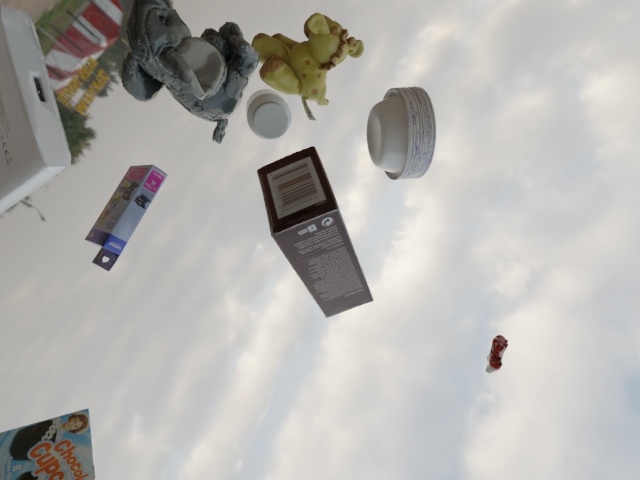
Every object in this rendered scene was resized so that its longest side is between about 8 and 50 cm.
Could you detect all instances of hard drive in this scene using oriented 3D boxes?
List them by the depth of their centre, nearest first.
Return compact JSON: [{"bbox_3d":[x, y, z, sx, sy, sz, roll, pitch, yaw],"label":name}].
[{"bbox_3d":[-0.471,-0.159,0.605,0.308,0.040,0.203,-14,-88,36],"label":"hard drive"}]

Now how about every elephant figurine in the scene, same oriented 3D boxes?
[{"bbox_3d":[-0.221,-0.276,0.626,0.169,0.239,0.186,-37,-99,27],"label":"elephant figurine"}]

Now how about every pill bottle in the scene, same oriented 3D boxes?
[{"bbox_3d":[-0.138,-0.333,1.109,0.117,0.117,0.208,-42,-155,9],"label":"pill bottle"}]

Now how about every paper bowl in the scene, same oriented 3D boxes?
[{"bbox_3d":[0.237,-0.330,1.309,0.148,0.284,0.284,-7,-141,-10],"label":"paper bowl"}]

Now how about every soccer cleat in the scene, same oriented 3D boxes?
[{"bbox_3d":[0.311,0.201,0.742,0.083,0.029,0.035,-50,166,-46],"label":"soccer cleat"}]

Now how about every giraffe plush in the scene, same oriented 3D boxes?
[{"bbox_3d":[-0.017,-0.385,0.859,0.170,0.210,0.181,-41,171,39],"label":"giraffe plush"}]

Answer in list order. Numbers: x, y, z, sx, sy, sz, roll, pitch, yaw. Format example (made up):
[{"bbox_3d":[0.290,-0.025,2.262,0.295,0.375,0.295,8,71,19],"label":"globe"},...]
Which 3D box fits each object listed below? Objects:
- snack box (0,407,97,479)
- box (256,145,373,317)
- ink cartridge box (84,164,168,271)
[{"bbox_3d":[-0.570,0.529,0.867,0.322,0.187,0.060,54,-39,41],"label":"snack box"},{"bbox_3d":[0.000,0.000,0.940,0.143,0.381,0.191,-22,-128,5],"label":"box"},{"bbox_3d":[-0.566,-0.072,1.185,0.186,0.065,0.311,9,-109,48],"label":"ink cartridge box"}]
